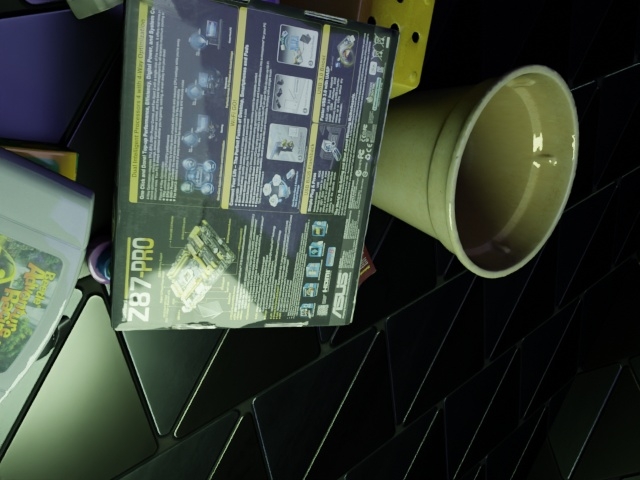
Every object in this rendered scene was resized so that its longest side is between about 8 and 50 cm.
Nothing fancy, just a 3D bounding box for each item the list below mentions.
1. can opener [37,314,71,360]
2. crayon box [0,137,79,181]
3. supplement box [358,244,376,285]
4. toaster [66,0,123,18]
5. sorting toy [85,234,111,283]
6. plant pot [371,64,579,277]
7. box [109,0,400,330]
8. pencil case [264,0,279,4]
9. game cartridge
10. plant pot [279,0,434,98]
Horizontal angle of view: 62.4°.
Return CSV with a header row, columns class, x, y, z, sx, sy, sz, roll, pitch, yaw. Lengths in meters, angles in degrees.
class,x,y,z,sx,sy,sz,roll,pitch,yaw
can opener,-0.358,0.095,0.673,0.059,0.186,0.073,34,41,-3
crayon box,-0.433,-0.037,0.596,0.278,0.081,0.165,0,106,-39
supplement box,0.000,0.000,0.961,0.130,0.073,0.239,-40,125,-20
toaster,-0.238,-0.372,0.616,0.186,0.110,0.168,-37,126,-24
sorting toy,-0.164,-0.043,0.782,0.365,0.126,0.127,-36,125,-24
plant pot,0.222,-0.140,0.936,0.334,0.305,0.333,-14,114,-34
box,-0.087,-0.084,0.659,0.318,0.097,0.394,1,106,-24
pencil case,-0.089,-0.402,0.744,0.088,0.086,0.206,10,99,-3
game cartridge,-0.371,0.046,0.553,0.196,0.060,0.294,27,90,-28
plant pot,0.051,-0.320,0.814,0.212,0.187,0.212,-1,106,-39
